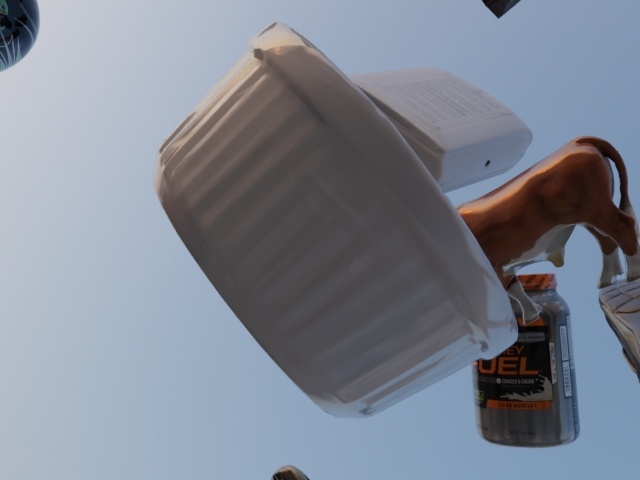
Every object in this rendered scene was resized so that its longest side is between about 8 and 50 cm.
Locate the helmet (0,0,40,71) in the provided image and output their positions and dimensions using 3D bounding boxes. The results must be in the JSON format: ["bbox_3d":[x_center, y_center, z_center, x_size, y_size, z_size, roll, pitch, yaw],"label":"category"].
[{"bbox_3d":[-0.411,-0.271,0.741,0.169,0.169,0.161,39,-29,24],"label":"helmet"}]

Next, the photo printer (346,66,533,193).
[{"bbox_3d":[0.196,-0.197,1.085,0.256,0.308,0.107,42,-49,28],"label":"photo printer"}]

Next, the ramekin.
[{"bbox_3d":[0.000,0.000,0.448,0.127,0.273,0.273,-38,-104,0],"label":"ramekin"}]

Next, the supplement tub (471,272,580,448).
[{"bbox_3d":[0.388,0.224,1.235,0.194,0.194,0.315,-9,-98,43],"label":"supplement tub"}]

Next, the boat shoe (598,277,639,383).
[{"bbox_3d":[0.454,0.141,0.849,0.132,0.355,0.130,-9,-78,20],"label":"boat shoe"}]

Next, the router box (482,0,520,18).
[{"bbox_3d":[0.327,-0.469,1.039,0.179,0.046,0.133,-38,-131,27],"label":"router box"}]

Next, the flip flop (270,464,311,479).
[{"bbox_3d":[-0.042,0.436,1.107,0.112,0.080,0.277,46,-29,19],"label":"flip flop"}]

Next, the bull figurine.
[{"bbox_3d":[0.233,0.007,0.776,0.310,0.101,0.188,-36,-103,40],"label":"bull figurine"}]
